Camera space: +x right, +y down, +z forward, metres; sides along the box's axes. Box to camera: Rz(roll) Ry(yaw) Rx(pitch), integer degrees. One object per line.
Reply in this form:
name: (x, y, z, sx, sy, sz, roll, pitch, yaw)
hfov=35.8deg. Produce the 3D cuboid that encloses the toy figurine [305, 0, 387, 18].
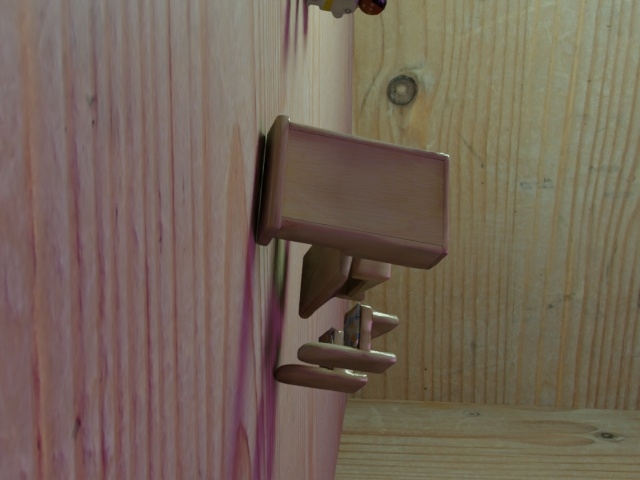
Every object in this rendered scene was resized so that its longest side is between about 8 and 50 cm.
toy figurine: (0.055, -0.484, 1.680, 0.209, 0.148, 0.213, -107, -155, -70)

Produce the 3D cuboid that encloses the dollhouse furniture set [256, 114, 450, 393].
dollhouse furniture set: (0.000, 0.000, 1.513, 0.394, 0.256, 0.362, 130, -32, -62)
